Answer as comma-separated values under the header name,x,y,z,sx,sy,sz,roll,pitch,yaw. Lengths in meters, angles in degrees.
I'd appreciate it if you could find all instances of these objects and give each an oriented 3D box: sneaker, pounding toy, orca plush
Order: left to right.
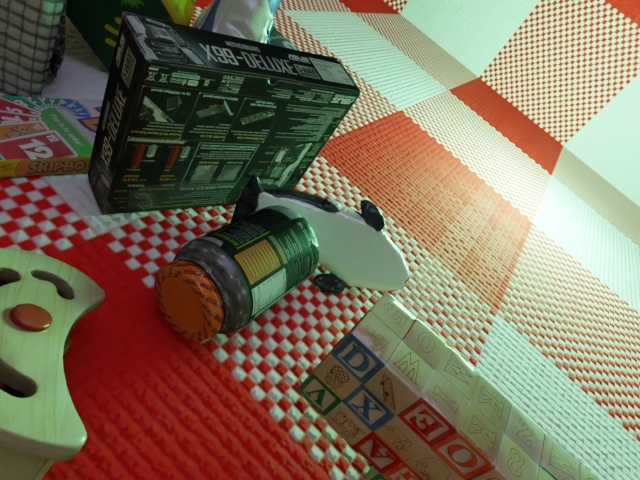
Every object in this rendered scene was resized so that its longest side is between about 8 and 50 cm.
name,x,y,z,sx,sy,sz,roll,pitch,yaw
pounding toy,-0.277,0.104,0.355,0.154,0.155,0.269,27,14,-51
sneaker,-0.129,-0.278,0.715,0.182,0.127,0.316,38,77,-15
orca plush,0.000,0.000,0.700,0.287,0.102,0.151,13,88,-12

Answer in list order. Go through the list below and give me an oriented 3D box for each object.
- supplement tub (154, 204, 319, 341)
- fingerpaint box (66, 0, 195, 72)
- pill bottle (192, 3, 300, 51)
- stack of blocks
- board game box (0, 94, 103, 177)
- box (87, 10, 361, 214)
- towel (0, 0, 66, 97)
name,x,y,z,sx,sy,sz,roll,pitch,yaw
supplement tub,-0.096,0.036,0.537,0.117,0.117,0.190,45,40,11
fingerpaint box,-0.377,-0.575,0.756,0.371,0.163,0.445,62,14,-47
pill bottle,-0.113,-0.324,0.851,0.283,0.161,0.161,46,39,11
stack of blocks,0.120,0.221,0.469,0.297,0.171,0.087,42,39,9
board game box,-0.323,-0.151,0.625,0.259,0.039,0.124,-12,59,-46
box,-0.126,-0.146,0.596,0.307,0.242,0.077,-10,62,-41
towel,-0.471,-0.355,0.562,0.283,0.235,0.121,20,36,-20
